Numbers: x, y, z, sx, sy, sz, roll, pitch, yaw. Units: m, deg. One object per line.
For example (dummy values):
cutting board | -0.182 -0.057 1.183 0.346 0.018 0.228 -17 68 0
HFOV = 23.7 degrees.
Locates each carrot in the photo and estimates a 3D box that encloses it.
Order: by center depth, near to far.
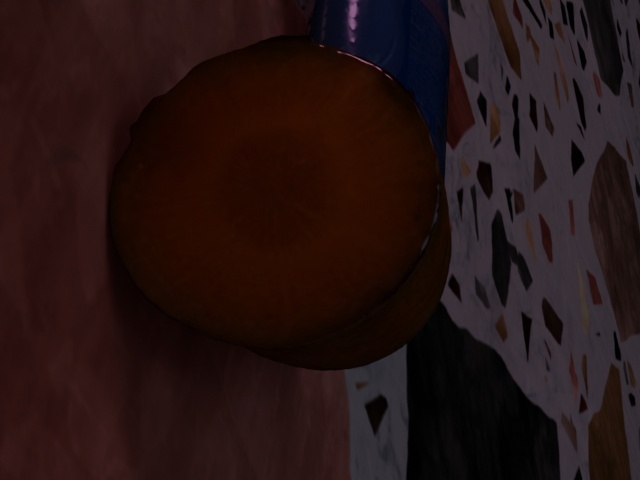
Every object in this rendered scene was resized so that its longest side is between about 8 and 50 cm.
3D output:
carrot | 0.000 0.000 0.819 0.225 0.159 0.159 49 35 -71

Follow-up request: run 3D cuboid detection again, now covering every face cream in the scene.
face cream | 0.042 -0.122 1.029 0.149 0.083 0.264 57 30 -46
